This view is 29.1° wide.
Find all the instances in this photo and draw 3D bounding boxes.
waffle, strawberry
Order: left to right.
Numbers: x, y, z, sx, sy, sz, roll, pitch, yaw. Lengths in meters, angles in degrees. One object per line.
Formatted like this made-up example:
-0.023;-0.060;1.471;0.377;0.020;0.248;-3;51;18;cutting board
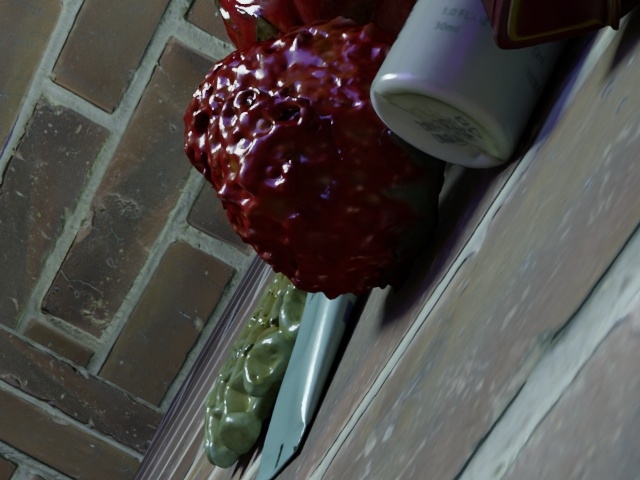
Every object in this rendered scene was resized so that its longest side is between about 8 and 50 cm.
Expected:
-0.031;-0.055;0.815;0.111;0.236;0.190;-16;-61;-40;strawberry
-0.040;0.084;1.201;0.292;0.056;0.309;-61;5;-2;waffle

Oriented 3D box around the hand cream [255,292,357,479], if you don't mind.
0.006;0.042;0.988;0.109;0.067;0.321;-52;14;56;hand cream

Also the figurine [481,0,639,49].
0.126;-0.153;0.607;0.154;0.098;0.082;-103;15;-44;figurine

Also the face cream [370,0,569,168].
0.135;-0.193;0.729;0.311;0.092;0.092;-61;4;-16;face cream

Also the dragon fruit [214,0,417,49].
0.040;-0.196;0.942;0.252;0.241;0.241;-27;28;46;dragon fruit
